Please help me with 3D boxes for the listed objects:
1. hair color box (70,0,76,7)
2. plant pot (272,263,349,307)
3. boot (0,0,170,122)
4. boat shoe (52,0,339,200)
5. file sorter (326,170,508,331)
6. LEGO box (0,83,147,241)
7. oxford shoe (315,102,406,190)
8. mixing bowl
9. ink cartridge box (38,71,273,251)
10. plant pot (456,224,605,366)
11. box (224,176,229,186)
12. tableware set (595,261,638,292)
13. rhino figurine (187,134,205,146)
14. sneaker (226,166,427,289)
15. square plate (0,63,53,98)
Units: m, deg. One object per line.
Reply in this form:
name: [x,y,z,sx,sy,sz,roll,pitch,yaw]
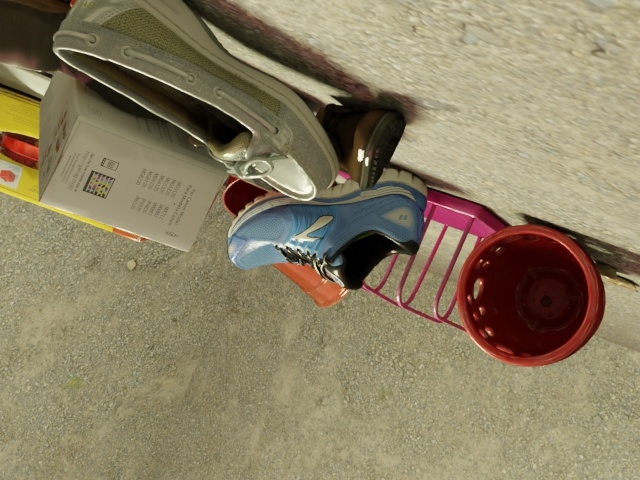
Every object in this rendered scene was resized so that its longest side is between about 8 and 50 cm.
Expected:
hair color box: [-0.220,-0.238,0.904,0.072,0.043,0.141,24,177,-13]
plant pot: [-0.037,0.001,2.313,0.265,0.272,0.272,33,175,-21]
boot: [-0.259,-0.239,1.044,0.305,0.112,0.115,19,-150,-16]
boat shoe: [-0.111,-0.129,0.834,0.118,0.103,0.320,-2,147,47]
file sorter: [0.139,0.014,1.376,0.290,0.182,0.202,22,177,36]
LEGO box: [-0.521,-0.180,1.791,0.500,0.193,0.372,20,-174,5]
oxford shoe: [0.033,-0.107,0.922,0.096,0.083,0.227,31,176,-3]
mixing bowl: [-0.061,-0.105,1.317,0.181,0.098,0.181,-3,155,-1]
ink cartridge box: [-0.237,-0.129,1.178,0.272,0.130,0.309,20,-157,-27]
plant pot: [0.308,0.080,1.196,0.191,0.191,0.174,23,-174,29]
box: [-0.297,-0.206,2.142,0.147,0.077,0.180,23,178,0]
tableware set: [0.414,0.044,1.330,0.141,0.020,0.168,22,177,37]
rhino figurine: [-0.115,-0.161,1.010,0.243,0.073,0.106,23,139,-20]
sneaker: [0.000,0.000,1.260,0.330,0.147,0.130,-14,152,27]
square plate: [-0.501,-0.298,1.756,0.344,0.049,0.347,22,-174,27]
